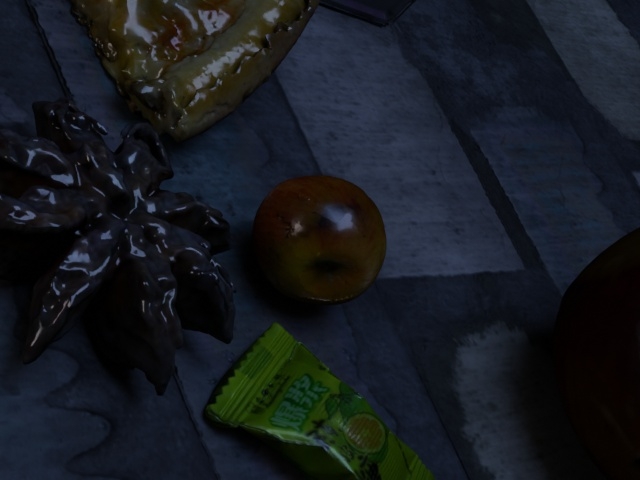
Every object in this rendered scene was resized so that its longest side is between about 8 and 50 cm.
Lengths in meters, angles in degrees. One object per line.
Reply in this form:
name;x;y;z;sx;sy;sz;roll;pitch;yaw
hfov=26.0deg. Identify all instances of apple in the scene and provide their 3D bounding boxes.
apple;0.000;0.000;1.450;0.146;0.146;0.146;26;42;-26

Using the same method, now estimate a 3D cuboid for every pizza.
pizza;-0.127;-0.343;1.593;0.392;0.080;0.435;-24;76;-31

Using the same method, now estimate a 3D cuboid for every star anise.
star anise;-0.203;-0.010;1.286;0.331;0.117;0.332;25;39;-22

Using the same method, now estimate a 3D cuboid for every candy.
candy;0.015;0.194;1.359;0.246;0.069;0.149;43;40;-5

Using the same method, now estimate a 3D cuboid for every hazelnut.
hazelnut;0.458;0.145;1.613;0.429;0.402;0.402;-17;71;-55

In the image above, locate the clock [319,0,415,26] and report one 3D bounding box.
clock;0.056;-0.374;1.832;0.192;0.147;0.071;12;50;-37
